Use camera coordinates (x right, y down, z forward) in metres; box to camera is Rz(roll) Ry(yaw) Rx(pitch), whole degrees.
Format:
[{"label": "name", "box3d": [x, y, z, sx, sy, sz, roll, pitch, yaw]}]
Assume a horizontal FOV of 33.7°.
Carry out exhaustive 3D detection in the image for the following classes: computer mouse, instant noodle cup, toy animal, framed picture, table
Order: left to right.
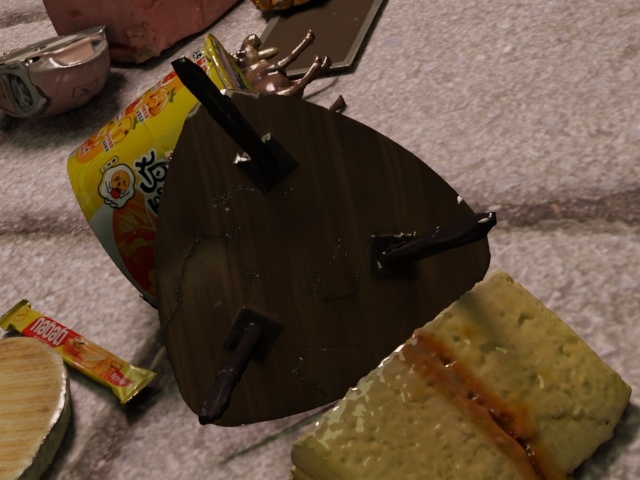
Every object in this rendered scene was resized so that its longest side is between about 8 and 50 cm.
[{"label": "computer mouse", "box3d": [-0.451, -0.261, 1.709, 0.199, 0.115, 0.389, -25, 18, -29]}, {"label": "instant noodle cup", "box3d": [-0.132, -0.061, 1.128, 0.200, 0.264, 0.264, -30, 34, 6]}, {"label": "toy animal", "box3d": [-0.080, -0.216, 1.428, 0.186, 0.094, 0.214, -28, 42, 10]}, {"label": "framed picture", "box3d": [-0.008, -0.310, 1.575, 0.197, 0.014, 0.252, -6, 39, 27]}, {"label": "table", "box3d": [0.000, 0.000, 0.854, 0.317, 0.317, 0.249, -26, -5, -2]}]

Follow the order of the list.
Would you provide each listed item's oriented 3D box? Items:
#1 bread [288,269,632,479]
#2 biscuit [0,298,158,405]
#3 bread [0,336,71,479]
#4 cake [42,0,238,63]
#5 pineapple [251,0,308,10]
[{"label": "bread", "box3d": [0.116, 0.167, 0.851, 0.240, 0.135, 0.178, -39, 70, -21]}, {"label": "biscuit", "box3d": [-0.272, 0.121, 1.159, 0.292, 0.026, 0.048, 18, 60, 46]}, {"label": "bread", "box3d": [-0.370, 0.207, 1.085, 0.266, 0.040, 0.267, -16, 37, 12]}, {"label": "cake", "box3d": [-0.308, -0.497, 1.759, 0.307, 0.314, 0.293, -41, 39, -25]}, {"label": "pineapple", "box3d": [-0.025, -0.424, 1.698, 0.221, 0.047, 0.221, -18, 31, 11]}]
